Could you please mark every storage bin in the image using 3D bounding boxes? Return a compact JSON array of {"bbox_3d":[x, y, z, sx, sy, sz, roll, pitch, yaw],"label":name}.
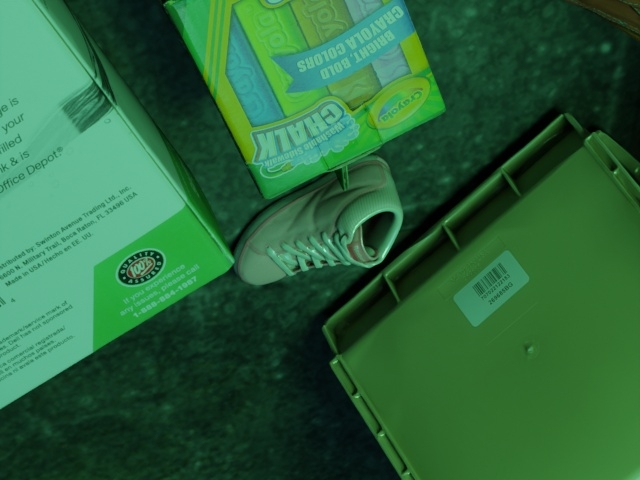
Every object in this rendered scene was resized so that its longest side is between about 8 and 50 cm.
[{"bbox_3d":[0.172,0.090,1.244,0.262,0.260,0.123,-42,147,14],"label":"storage bin"}]

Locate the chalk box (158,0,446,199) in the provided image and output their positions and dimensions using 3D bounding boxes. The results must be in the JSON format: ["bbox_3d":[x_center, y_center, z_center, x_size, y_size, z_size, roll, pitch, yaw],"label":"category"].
[{"bbox_3d":[-0.013,-0.126,1.074,0.132,0.132,0.213,-27,133,0],"label":"chalk box"}]

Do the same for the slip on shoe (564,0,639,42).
[{"bbox_3d":[0.219,-0.177,1.117,0.331,0.101,0.123,28,80,-23],"label":"slip on shoe"}]

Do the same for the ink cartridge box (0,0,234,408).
[{"bbox_3d":[-0.218,-0.052,1.057,0.211,0.121,0.289,-30,132,4],"label":"ink cartridge box"}]

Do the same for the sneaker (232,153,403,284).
[{"bbox_3d":[0.000,0.000,1.222,0.134,0.070,0.051,-35,133,9],"label":"sneaker"}]
